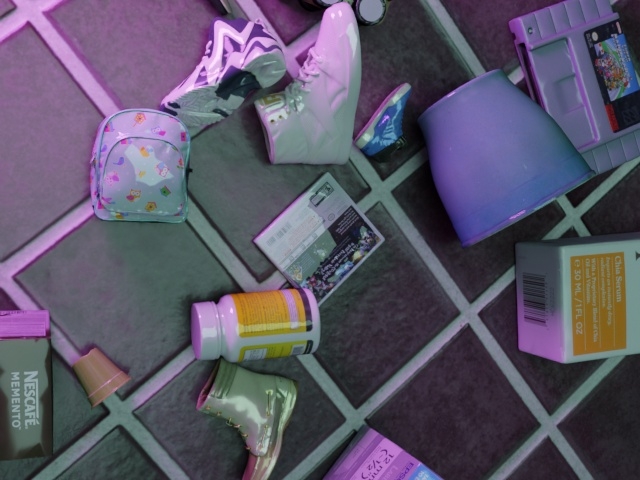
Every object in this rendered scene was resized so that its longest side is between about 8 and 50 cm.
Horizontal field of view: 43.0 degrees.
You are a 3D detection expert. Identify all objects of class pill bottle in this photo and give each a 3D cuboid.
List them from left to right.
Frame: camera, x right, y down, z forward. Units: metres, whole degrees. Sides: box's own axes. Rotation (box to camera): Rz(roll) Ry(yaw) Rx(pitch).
[{"bbox_3d":[-0.114,0.149,1.415,0.208,0.119,0.119,-3,94,-19],"label":"pill bottle"}]

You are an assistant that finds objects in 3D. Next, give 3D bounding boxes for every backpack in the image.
[{"bbox_3d":[-0.291,-0.124,1.330,0.166,0.144,0.188,3,90,-15],"label":"backpack"}]

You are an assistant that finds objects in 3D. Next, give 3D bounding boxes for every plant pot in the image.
[{"bbox_3d":[-0.372,0.224,1.357,0.083,0.083,0.079,-38,90,-14],"label":"plant pot"},{"bbox_3d":[0.316,-0.161,1.489,0.271,0.271,0.255,-28,86,-16],"label":"plant pot"}]

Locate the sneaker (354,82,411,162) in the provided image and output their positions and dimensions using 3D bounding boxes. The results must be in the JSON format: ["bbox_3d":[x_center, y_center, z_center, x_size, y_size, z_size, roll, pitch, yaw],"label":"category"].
[{"bbox_3d":[0.139,-0.214,1.516,0.084,0.058,0.152,38,85,-11],"label":"sneaker"}]

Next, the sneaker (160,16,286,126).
[{"bbox_3d":[-0.176,-0.302,1.397,0.235,0.153,0.094,-31,140,20],"label":"sneaker"}]

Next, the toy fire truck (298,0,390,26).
[{"bbox_3d":[0.035,-0.523,1.437,0.217,0.158,0.246,18,97,-19],"label":"toy fire truck"}]

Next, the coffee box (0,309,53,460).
[{"bbox_3d":[-0.458,0.203,1.203,0.119,0.297,0.168,0,93,-19],"label":"coffee box"}]

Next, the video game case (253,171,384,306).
[{"bbox_3d":[0.000,0.000,1.499,0.190,0.022,0.173,-44,105,-13],"label":"video game case"}]

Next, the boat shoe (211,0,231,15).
[{"bbox_3d":[-0.201,-0.443,1.400,0.042,0.049,0.133,-31,111,13],"label":"boat shoe"}]

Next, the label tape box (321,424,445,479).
[{"bbox_3d":[0.102,0.483,1.383,0.115,0.347,0.249,43,79,-16],"label":"label tape box"}]

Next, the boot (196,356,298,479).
[{"bbox_3d":[-0.145,0.327,1.435,0.165,0.077,0.213,22,80,-19],"label":"boot"}]

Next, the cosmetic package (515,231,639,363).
[{"bbox_3d":[0.633,0.103,1.650,0.453,0.161,0.230,-5,94,-19],"label":"cosmetic package"}]

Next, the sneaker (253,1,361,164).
[{"bbox_3d":[-0.028,-0.257,1.391,0.169,0.108,0.292,-5,122,-16],"label":"sneaker"}]

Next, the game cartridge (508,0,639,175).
[{"bbox_3d":[0.537,-0.312,1.653,0.230,0.068,0.355,-22,99,-13],"label":"game cartridge"}]
